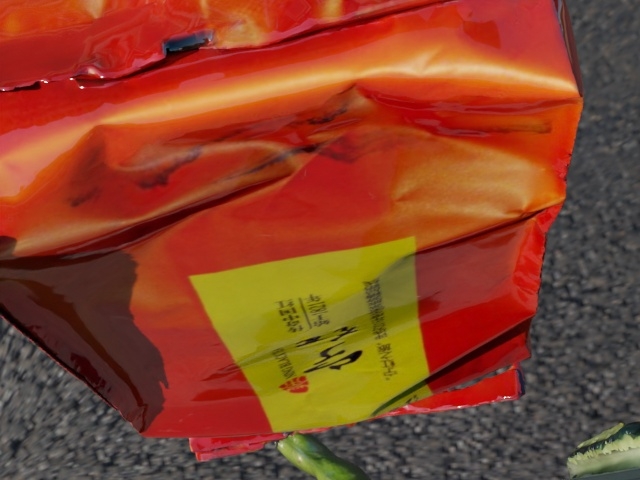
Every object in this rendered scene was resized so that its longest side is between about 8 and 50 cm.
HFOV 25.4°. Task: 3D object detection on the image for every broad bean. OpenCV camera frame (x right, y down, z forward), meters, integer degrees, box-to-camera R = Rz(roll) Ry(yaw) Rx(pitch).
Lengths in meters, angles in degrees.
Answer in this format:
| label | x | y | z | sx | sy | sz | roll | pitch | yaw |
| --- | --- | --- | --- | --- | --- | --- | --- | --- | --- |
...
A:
| label | x | y | z | sx | sy | sz | roll | pitch | yaw |
| --- | --- | --- | --- | --- | --- | --- | --- | --- | --- |
| broad bean | 0.028 | 0.275 | 1.614 | 0.065 | 0.254 | 0.046 | 32 | 88 | -44 |

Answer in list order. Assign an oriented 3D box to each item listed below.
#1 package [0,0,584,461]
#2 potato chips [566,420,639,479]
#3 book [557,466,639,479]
| label | x | y | z | sx | sy | sz | roll | pitch | yaw |
| --- | --- | --- | --- | --- | --- | --- | --- | --- | --- |
| package | -0.010 | -0.009 | 0.550 | 0.196 | 0.423 | 0.123 | -14 | 71 | 3 |
| potato chips | 0.406 | 0.355 | 1.496 | 0.070 | 0.429 | 0.358 | -23 | 85 | -31 |
| book | 0.161 | 0.143 | 0.608 | 0.242 | 0.170 | 0.018 | -4 | 110 | -21 |
